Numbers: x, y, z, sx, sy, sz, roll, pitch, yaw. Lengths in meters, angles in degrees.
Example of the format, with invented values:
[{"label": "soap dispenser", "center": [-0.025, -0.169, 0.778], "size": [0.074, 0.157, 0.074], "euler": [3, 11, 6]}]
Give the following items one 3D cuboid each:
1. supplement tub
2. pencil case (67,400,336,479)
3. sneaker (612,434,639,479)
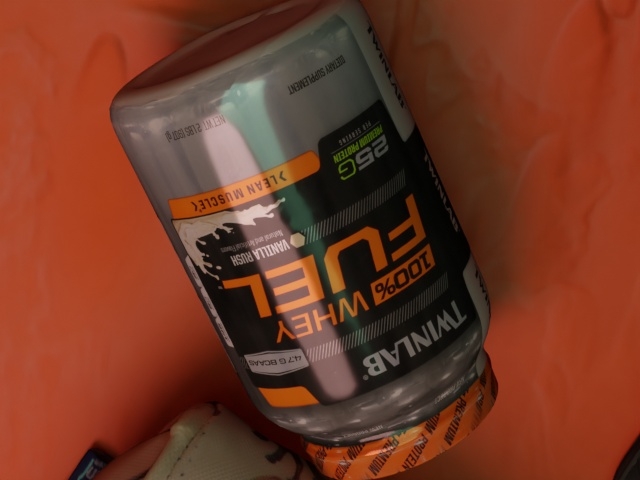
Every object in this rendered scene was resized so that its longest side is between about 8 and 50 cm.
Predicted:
[{"label": "supplement tub", "center": [0.000, 0.000, 0.593], "size": [0.117, 0.117, 0.190], "euler": [-23, 107, 9]}, {"label": "pencil case", "center": [0.037, 0.252, 0.659], "size": [0.410, 0.160, 0.183], "euler": [39, 123, -11]}, {"label": "sneaker", "center": [0.181, 0.102, 0.638], "size": [0.051, 0.089, 0.170], "euler": [17, 109, -4]}]
